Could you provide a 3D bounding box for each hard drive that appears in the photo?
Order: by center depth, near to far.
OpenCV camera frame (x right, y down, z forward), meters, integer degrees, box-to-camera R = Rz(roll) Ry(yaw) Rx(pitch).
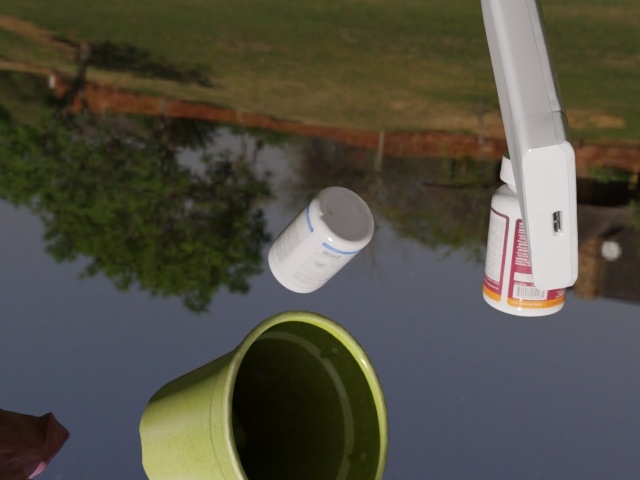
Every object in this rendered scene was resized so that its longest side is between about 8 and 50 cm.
[{"bbox_3d":[0.194,-0.161,1.054,0.047,0.353,0.233,-10,147,8],"label":"hard drive"}]

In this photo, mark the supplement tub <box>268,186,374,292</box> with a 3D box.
[{"bbox_3d":[0.000,0.000,1.094,0.071,0.071,0.107,1,153,-31],"label":"supplement tub"}]

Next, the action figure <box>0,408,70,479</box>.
[{"bbox_3d":[-0.431,0.308,1.334,0.276,0.248,0.370,38,-174,-13],"label":"action figure"}]

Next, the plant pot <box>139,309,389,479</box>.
[{"bbox_3d":[-0.094,0.251,1.429,0.276,0.276,0.254,-1,167,-45],"label":"plant pot"}]

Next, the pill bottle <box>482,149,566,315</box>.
[{"bbox_3d":[0.301,-0.013,1.564,0.121,0.221,0.121,3,-161,-1],"label":"pill bottle"}]
